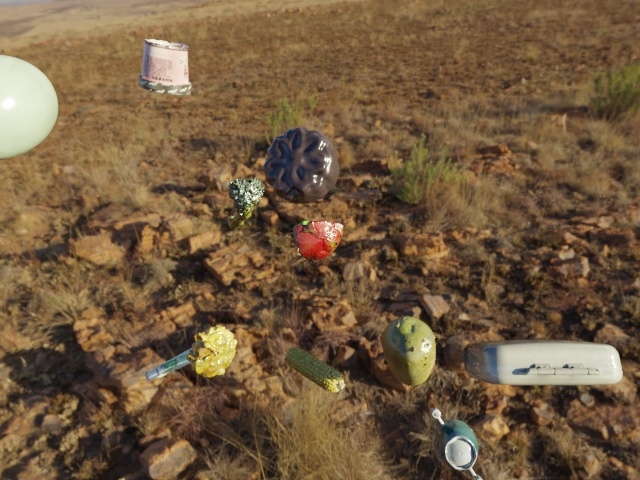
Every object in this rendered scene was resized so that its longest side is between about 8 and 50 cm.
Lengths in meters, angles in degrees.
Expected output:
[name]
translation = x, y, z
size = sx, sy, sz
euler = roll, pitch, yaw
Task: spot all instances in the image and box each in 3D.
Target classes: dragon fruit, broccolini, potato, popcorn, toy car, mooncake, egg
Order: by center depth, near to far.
[popcorn]
translation = -0.178, 0.179, 0.687
size = 0.082, 0.083, 0.057
euler = -41, 39, -20
[egg]
translation = -0.529, -0.216, 0.689
size = 0.149, 0.149, 0.192
euler = 11, 54, 24
[broccolini]
translation = -0.211, -0.081, 1.043
size = 0.078, 0.074, 0.392
euler = -36, 5, -22
[dragon fruit]
translation = -0.001, 0.000, 1.487
size = 0.160, 0.127, 0.120
euler = -16, -13, 24
[mooncake]
translation = -0.076, -0.273, 1.523
size = 0.282, 0.283, 0.141
euler = 10, -8, 21
[potato]
translation = 0.394, 0.503, 1.898
size = 0.219, 0.359, 0.270
euler = -19, 46, -11
[toy car]
translation = -0.082, -0.043, 1.899
size = 0.062, 0.071, 0.165
euler = 5, -12, -26

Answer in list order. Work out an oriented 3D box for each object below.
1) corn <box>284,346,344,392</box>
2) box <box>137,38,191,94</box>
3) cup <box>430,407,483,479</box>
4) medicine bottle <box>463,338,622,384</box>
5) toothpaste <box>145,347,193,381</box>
[corn]
translation = -0.023, 0.440, 1.431
size = 0.238, 0.080, 0.080
euler = 22, 41, 27
[box]
translation = -0.456, -0.514, 1.236
size = 0.151, 0.135, 0.151
euler = 10, 25, -5
[cup]
translation = 0.500, 0.760, 1.543
size = 0.167, 0.173, 0.300
euler = -33, 76, 1
[medicine bottle]
translation = 0.622, 0.348, 1.211
size = 0.374, 0.282, 0.123
euler = -2, 77, 2
[toothpaste]
translation = -0.655, 0.565, 1.954
size = 0.056, 0.058, 0.314
euler = 12, 24, 43
